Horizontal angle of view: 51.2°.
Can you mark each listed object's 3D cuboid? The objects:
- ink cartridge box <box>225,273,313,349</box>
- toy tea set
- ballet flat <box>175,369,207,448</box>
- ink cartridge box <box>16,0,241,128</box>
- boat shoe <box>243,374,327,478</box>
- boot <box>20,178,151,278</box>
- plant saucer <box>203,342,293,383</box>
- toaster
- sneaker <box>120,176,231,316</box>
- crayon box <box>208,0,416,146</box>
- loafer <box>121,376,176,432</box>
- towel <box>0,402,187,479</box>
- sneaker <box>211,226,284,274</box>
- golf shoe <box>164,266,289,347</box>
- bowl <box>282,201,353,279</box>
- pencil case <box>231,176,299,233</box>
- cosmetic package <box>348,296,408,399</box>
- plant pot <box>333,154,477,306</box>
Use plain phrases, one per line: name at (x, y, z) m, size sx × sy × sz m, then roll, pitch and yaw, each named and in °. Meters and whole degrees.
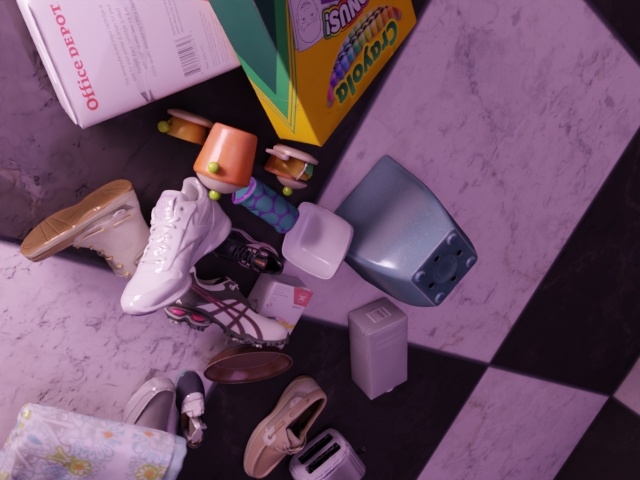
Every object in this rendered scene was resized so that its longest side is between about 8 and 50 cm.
ink cartridge box at (-0.116, 0.174, 1.491) m, size 0.115 × 0.067 × 0.198 m, roll 19°, pitch 105°, yaw -42°
toy tea set at (-0.130, -0.129, 1.210) m, size 0.336 × 0.200 × 0.124 m, roll 12°, pitch 100°, yaw -46°
ballet flat at (-0.285, 0.385, 1.494) m, size 0.074 × 0.074 × 0.203 m, roll -11°, pitch 122°, yaw -32°
ink cartridge box at (-0.287, -0.327, 1.019) m, size 0.283 × 0.117 × 0.207 m, roll -28°, pitch 130°, yaw -21°
boat shoe at (-0.088, 0.487, 1.683) m, size 0.109 × 0.098 × 0.302 m, roll 28°, pitch 98°, yaw -44°
boot at (-0.395, 0.011, 1.175) m, size 0.213 × 0.077 × 0.165 m, roll -37°, pitch 134°, yaw -22°
plant saucer at (-0.162, 0.270, 1.486) m, size 0.199 × 0.036 × 0.198 m, roll -9°, pitch 151°, yaw -5°
toaster at (0.023, 0.618, 1.828) m, size 0.227 × 0.129 × 0.146 m, roll -36°, pitch 130°, yaw -12°
sneaker at (-0.275, 0.005, 1.185) m, size 0.152 × 0.114 × 0.305 m, roll 67°, pitch 32°, yaw -31°
crayon box at (0.006, -0.397, 1.123) m, size 0.362 × 0.106 × 0.313 m, roll -55°, pitch 138°, yaw -25°
loafer at (-0.380, 0.441, 1.426) m, size 0.112 × 0.111 × 0.319 m, roll 10°, pitch 110°, yaw -40°
towel at (-0.478, 0.500, 1.296) m, size 0.321 × 0.090 × 0.374 m, roll 21°, pitch 107°, yaw -30°
sneaker at (-0.143, 0.027, 1.374) m, size 0.178 × 0.077 × 0.071 m, roll 15°, pitch 105°, yaw -41°
golf shoe at (-0.176, 0.141, 1.363) m, size 0.273 × 0.105 × 0.120 m, roll 21°, pitch 86°, yaw -21°
bowl at (0.000, 0.000, 1.435) m, size 0.053 × 0.142 × 0.142 m, roll -6°, pitch 121°, yaw -64°
pencil case at (-0.111, -0.071, 1.347) m, size 0.070 × 0.064 × 0.152 m, roll -18°, pitch 145°, yaw 33°
cosmetic package at (0.151, 0.282, 1.738) m, size 0.127 × 0.107 × 0.237 m, roll -21°, pitch 130°, yaw -26°
plant pot at (0.198, 0.008, 1.498) m, size 0.247 × 0.252 × 0.248 m, roll -49°, pitch 134°, yaw -1°
